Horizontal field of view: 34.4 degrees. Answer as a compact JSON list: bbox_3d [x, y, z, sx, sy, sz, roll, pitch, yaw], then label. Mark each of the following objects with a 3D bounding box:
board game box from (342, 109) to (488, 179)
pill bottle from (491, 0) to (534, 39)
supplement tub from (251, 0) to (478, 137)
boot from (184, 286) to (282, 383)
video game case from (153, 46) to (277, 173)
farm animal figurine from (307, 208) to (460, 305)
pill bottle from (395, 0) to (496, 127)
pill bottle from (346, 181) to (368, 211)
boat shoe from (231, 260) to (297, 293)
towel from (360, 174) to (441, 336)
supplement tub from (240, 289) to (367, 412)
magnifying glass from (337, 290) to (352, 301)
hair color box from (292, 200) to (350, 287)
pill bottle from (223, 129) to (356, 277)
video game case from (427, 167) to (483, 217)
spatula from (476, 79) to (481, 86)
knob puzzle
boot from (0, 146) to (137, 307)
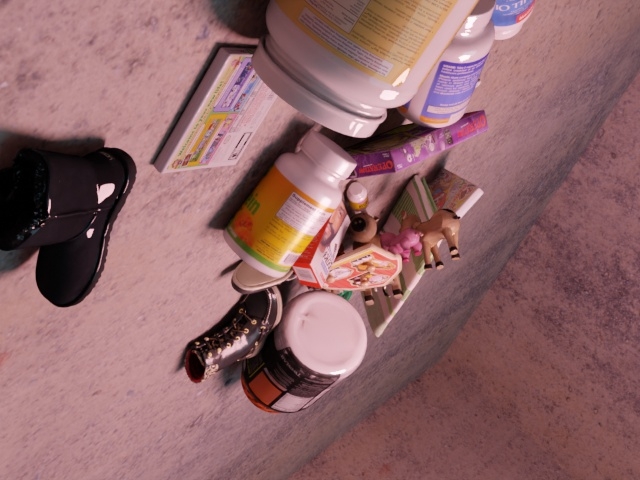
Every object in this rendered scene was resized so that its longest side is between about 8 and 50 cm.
[{"bbox_3d":[0.151,-0.180,1.987,0.208,0.056,0.347,-11,-170,41],"label":"board game box"},{"bbox_3d":[0.334,-0.462,1.898,0.124,0.124,0.221,-46,162,-7],"label":"pill bottle"},{"bbox_3d":[0.075,-0.330,1.393,0.331,0.241,0.241,-55,160,23],"label":"supplement tub"},{"bbox_3d":[-0.181,0.192,2.146,0.179,0.085,0.236,-26,151,-42],"label":"boot"},{"bbox_3d":[-0.137,-0.194,1.542,0.212,0.023,0.193,-55,161,25],"label":"video game case"},{"bbox_3d":[0.133,0.014,2.299,0.330,0.172,0.326,-6,154,-5],"label":"farm animal figurine"},{"bbox_3d":[0.223,-0.342,1.849,0.152,0.152,0.272,-37,159,-30],"label":"pill bottle"},{"bbox_3d":[0.079,-0.095,2.205,0.043,0.043,0.083,-45,162,-8],"label":"pill bottle"},{"bbox_3d":[-0.098,0.065,2.069,0.233,0.084,0.079,-28,153,-52],"label":"boat shoe"},{"bbox_3d":[0.184,0.032,2.470,0.038,0.248,0.325,17,122,-25],"label":"towel"},{"bbox_3d":[-0.050,0.263,2.329,0.207,0.207,0.338,-35,173,-34],"label":"supplement tub"},{"bbox_3d":[0.052,0.124,2.633,0.092,0.026,0.231,-38,162,-26],"label":"magnifying glass"},{"bbox_3d":[0.000,0.000,2.071,0.093,0.053,0.167,64,41,-52],"label":"hair color box"},{"bbox_3d":[-0.049,-0.068,1.820,0.245,0.136,0.136,-52,161,13],"label":"pill bottle"},{"bbox_3d":[0.272,-0.066,2.526,0.227,0.026,0.206,-47,-155,0],"label":"video game case"},{"bbox_3d":[0.276,-0.284,2.305,0.242,0.019,0.168,-26,151,-49],"label":"spatula"},{"bbox_3d":[0.088,0.074,2.172,0.213,0.030,0.213,-8,155,-4],"label":"knob puzzle"},{"bbox_3d":[-0.351,-0.011,1.313,0.246,0.094,0.207,-61,162,18],"label":"boot"}]
